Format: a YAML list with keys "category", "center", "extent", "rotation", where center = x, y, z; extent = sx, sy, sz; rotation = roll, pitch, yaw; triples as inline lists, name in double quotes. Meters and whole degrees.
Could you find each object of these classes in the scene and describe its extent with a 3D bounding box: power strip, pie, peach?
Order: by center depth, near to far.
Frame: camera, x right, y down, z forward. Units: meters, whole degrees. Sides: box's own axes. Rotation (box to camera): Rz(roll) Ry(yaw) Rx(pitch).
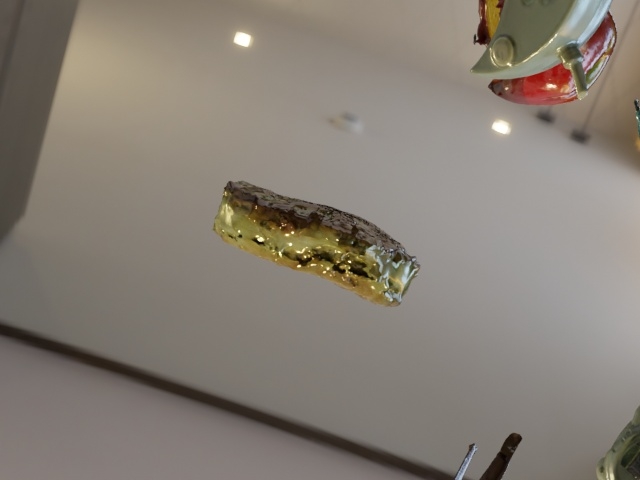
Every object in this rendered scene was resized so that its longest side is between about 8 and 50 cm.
- category: "power strip"
  center: [0.148, -0.199, 0.882]
  extent: [0.044, 0.216, 0.137]
  rotation: [-6, 175, -41]
- category: "peach"
  center: [0.289, -0.292, 1.762]
  extent: [0.226, 0.196, 0.190]
  rotation: [37, -163, 19]
- category: "pie"
  center: [0.000, 0.000, 1.765]
  extent: [0.288, 0.103, 0.355]
  rotation: [23, -177, 2]

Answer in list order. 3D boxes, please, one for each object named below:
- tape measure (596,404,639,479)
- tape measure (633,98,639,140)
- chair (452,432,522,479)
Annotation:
- category: "tape measure"
  center: [0.406, 0.371, 1.724]
  extent: [0.084, 0.330, 0.164]
  rotation: [21, -165, -43]
- category: "tape measure"
  center: [0.435, -0.107, 1.467]
  extent: [0.125, 0.146, 0.081]
  rotation: [-9, -170, 21]
- category: "chair"
  center: [0.248, 0.471, 2.011]
  extent: [0.183, 0.175, 0.326]
  rotation: [56, -135, -7]
